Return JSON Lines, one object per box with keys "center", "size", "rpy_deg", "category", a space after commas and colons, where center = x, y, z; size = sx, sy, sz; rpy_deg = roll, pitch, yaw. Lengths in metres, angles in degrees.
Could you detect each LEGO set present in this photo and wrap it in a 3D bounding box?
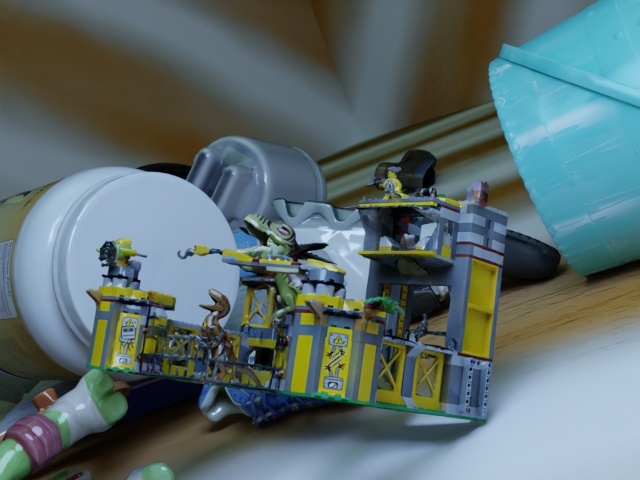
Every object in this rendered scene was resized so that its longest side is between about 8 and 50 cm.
{"center": [-0.014, 0.024, 0.822], "size": [0.255, 0.192, 0.331], "rpy_deg": [15, -11, -38], "category": "LEGO set"}

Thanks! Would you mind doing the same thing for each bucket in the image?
{"center": [0.296, -0.107, 1.042], "size": [0.183, 0.281, 0.281], "rpy_deg": [-23, 7, 20], "category": "bucket"}

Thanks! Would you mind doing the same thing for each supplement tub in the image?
{"center": [-0.253, 0.042, 1.163], "size": [0.228, 0.228, 0.316], "rpy_deg": [-28, 12, -37], "category": "supplement tub"}

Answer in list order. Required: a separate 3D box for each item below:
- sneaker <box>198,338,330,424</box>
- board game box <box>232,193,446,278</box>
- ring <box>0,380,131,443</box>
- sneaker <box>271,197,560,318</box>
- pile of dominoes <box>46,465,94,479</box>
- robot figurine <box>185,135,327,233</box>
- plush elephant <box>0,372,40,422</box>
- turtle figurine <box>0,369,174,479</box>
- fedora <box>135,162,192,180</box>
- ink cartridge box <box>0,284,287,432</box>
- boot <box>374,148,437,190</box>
{"center": [-0.033, 0.139, 1.005], "size": [0.211, 0.080, 0.081], "rpy_deg": [-12, 37, 47], "category": "sneaker"}
{"center": [0.000, 0.000, 1.536], "size": [0.317, 0.064, 0.242], "rpy_deg": [-10, -3, -45], "category": "board game box"}
{"center": [-0.332, 0.218, 1.004], "size": [0.337, 0.032, 0.336], "rpy_deg": [-32, -6, -4], "category": "ring"}
{"center": [0.096, 0.042, 1.174], "size": [0.331, 0.146, 0.122], "rpy_deg": [5, -8, 22], "category": "sneaker"}
{"center": [-0.313, 0.274, 0.916], "size": [0.251, 0.040, 0.196], "rpy_deg": [-26, 9, -31], "category": "pile of dominoes"}
{"center": [-0.120, -0.099, 2.114], "size": [0.353, 0.300, 0.199], "rpy_deg": [5, -61, -57], "category": "robot figurine"}
{"center": [-0.488, 0.156, 1.500], "size": [0.256, 0.329, 0.272], "rpy_deg": [0, 20, -6], "category": "plush elephant"}
{"center": [-0.227, 0.184, 0.754], "size": [0.198, 0.274, 0.266], "rpy_deg": [29, 35, 32], "category": "turtle figurine"}
{"center": [-0.330, -0.016, 2.337], "size": [0.334, 0.334, 0.152], "rpy_deg": [-29, -23, -41], "category": "fedora"}
{"center": [-0.199, 0.157, 1.289], "size": [0.324, 0.071, 0.330], "rpy_deg": [-20, 11, 9], "category": "ink cartridge box"}
{"center": [0.212, -0.139, 2.213], "size": [0.106, 0.082, 0.219], "rpy_deg": [11, 22, 33], "category": "boot"}
